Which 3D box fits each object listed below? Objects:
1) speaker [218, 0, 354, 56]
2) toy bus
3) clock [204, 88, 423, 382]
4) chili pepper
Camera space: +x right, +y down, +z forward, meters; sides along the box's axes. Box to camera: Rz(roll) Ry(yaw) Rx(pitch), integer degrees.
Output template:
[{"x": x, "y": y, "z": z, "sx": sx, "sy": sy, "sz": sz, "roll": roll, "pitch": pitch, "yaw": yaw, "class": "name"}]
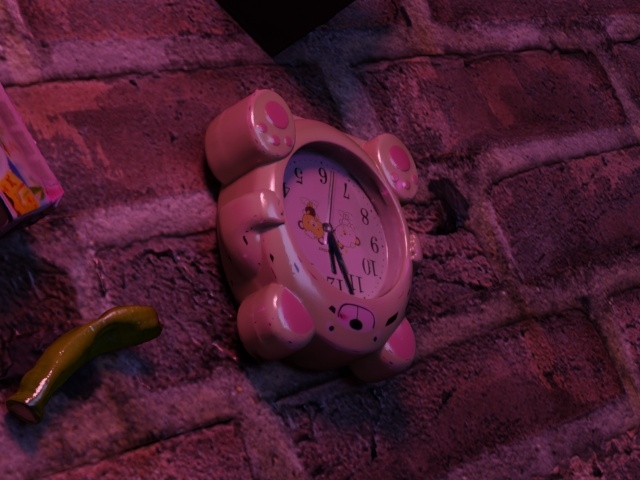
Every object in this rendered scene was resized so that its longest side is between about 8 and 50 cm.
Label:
[{"x": -0.038, "y": -0.411, "z": 1.900, "sx": 0.232, "sy": 0.184, "sz": 0.254, "roll": 45, "pitch": 43, "yaw": -18, "class": "speaker"}, {"x": -0.361, "y": -0.127, "z": 1.451, "sx": 0.274, "sy": 0.090, "sz": 0.112, "roll": 60, "pitch": 32, "yaw": 0, "class": "toy bus"}, {"x": 0.000, "y": 0.000, "z": 1.745, "sx": 0.284, "sy": 0.114, "sz": 0.309, "roll": 17, "pitch": 57, "yaw": -42, "class": "clock"}, {"x": -0.233, "y": 0.112, "z": 1.476, "sx": 0.202, "sy": 0.050, "sz": 0.051, "roll": -39, "pitch": 136, "yaw": -47, "class": "chili pepper"}]
